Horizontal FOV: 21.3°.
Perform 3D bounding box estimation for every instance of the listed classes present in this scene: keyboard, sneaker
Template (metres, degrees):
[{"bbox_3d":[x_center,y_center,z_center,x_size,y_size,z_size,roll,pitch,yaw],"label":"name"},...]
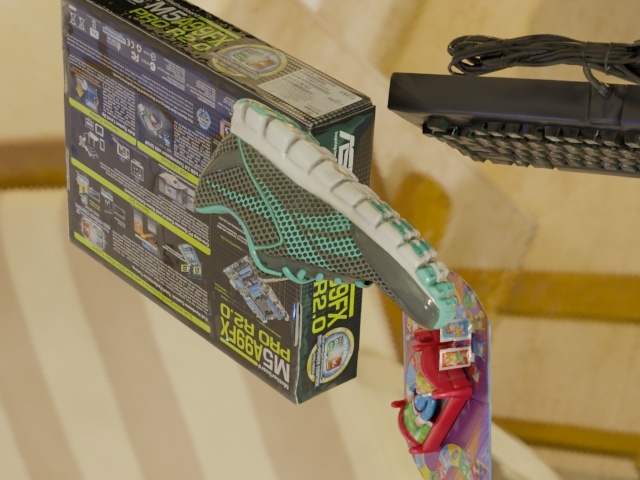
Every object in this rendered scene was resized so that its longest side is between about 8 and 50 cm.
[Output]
[{"bbox_3d":[0.169,-0.068,0.964,0.317,0.201,0.033,7,73,41],"label":"keyboard"},{"bbox_3d":[0.000,0.000,0.910,0.166,0.065,0.076,42,100,19],"label":"sneaker"}]

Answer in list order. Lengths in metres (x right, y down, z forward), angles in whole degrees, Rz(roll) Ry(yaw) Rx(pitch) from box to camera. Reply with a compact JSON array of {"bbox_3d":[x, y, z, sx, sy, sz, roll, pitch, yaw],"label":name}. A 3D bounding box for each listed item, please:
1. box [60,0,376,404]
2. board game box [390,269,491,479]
[{"bbox_3d":[-0.079,-0.043,1.180,0.060,0.216,0.270,-24,40,-35],"label":"box"},{"bbox_3d":[0.074,0.104,1.201,0.133,0.033,0.168,-166,74,-66],"label":"board game box"}]
